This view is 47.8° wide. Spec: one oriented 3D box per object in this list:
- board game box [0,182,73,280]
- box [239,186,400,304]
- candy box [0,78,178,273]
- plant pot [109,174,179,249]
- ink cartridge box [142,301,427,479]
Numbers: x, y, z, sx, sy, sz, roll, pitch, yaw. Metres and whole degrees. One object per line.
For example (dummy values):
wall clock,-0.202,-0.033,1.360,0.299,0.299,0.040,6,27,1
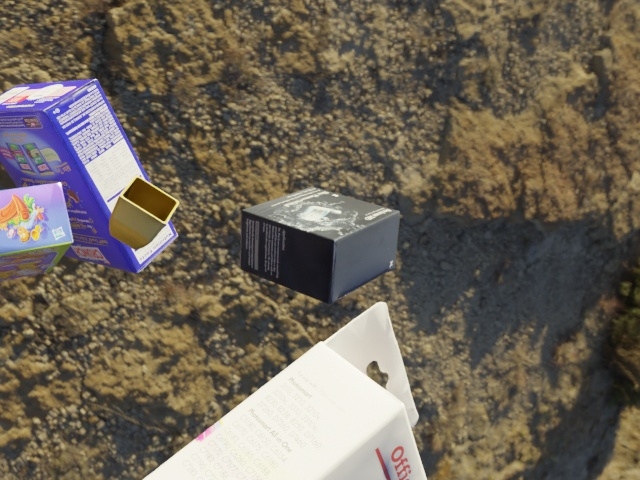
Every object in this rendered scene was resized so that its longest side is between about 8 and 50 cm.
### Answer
board game box,-0.479,0.010,0.978,0.233,0.347,0.078,-11,87,-25
box,0.000,0.000,0.983,0.156,0.158,0.093,-24,125,-49
candy box,-0.428,-0.112,1.270,0.122,0.268,0.317,-44,127,-35
plant pot,-0.284,-0.036,1.129,0.081,0.081,0.083,33,117,-12
ink cartridge box,-0.008,0.124,0.330,0.181,0.061,0.104,-36,130,-21
